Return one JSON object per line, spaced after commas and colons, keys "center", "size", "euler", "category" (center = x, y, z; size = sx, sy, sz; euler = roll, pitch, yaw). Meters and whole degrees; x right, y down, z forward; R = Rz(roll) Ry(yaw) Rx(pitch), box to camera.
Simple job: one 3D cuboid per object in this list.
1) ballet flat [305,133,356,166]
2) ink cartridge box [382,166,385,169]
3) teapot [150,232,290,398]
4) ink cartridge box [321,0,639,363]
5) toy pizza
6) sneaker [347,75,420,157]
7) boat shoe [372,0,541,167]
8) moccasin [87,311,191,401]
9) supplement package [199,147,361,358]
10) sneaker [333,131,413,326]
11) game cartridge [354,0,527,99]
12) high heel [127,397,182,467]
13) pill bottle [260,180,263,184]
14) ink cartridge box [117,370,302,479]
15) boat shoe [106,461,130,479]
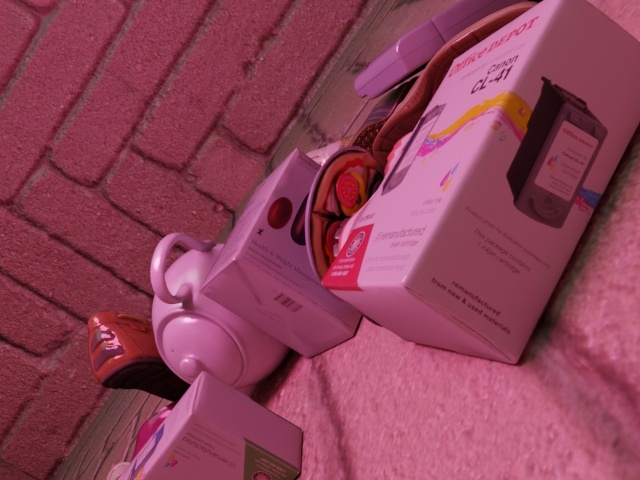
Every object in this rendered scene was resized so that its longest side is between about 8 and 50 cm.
{"center": [-0.011, -0.116, 1.552], "size": [0.348, 0.123, 0.123], "euler": [-49, 14, 28], "category": "ballet flat"}
{"center": [0.127, -0.124, 1.204], "size": [0.206, 0.045, 0.208], "euler": [-60, 14, -18], "category": "ink cartridge box"}
{"center": [-0.166, 0.136, 1.163], "size": [0.253, 0.256, 0.187], "euler": [-57, -1, 35], "category": "teapot"}
{"center": [0.154, -0.053, 0.722], "size": [0.306, 0.131, 0.226], "euler": [-61, 13, -12], "category": "ink cartridge box"}
{"center": [0.050, -0.020, 0.960], "size": [0.032, 0.201, 0.201], "euler": [3, 53, 36], "category": "toy pizza"}
{"center": [0.099, -0.177, 1.194], "size": [0.192, 0.064, 0.086], "euler": [-50, 13, -10], "category": "sneaker"}
{"center": [0.190, -0.212, 1.001], "size": [0.341, 0.121, 0.110], "euler": [-36, 19, 51], "category": "boat shoe"}
{"center": [-0.280, 0.204, 1.343], "size": [0.139, 0.147, 0.380], "euler": [-36, -27, 16], "category": "moccasin"}
{"center": [-0.028, 0.022, 1.073], "size": [0.149, 0.194, 0.203], "euler": [-37, 24, 55], "category": "supplement package"}
{"center": [0.116, -0.045, 0.884], "size": [0.136, 0.116, 0.314], "euler": [-38, 22, 52], "category": "sneaker"}
{"center": [0.202, -0.316, 1.117], "size": [0.297, 0.062, 0.198], "euler": [-34, 1, -18], "category": "game cartridge"}
{"center": [-0.288, 0.442, 1.347], "size": [0.377, 0.127, 0.181], "euler": [-46, 53, 9], "category": "high heel"}
{"center": [-0.100, 0.003, 1.445], "size": [0.123, 0.122, 0.219], "euler": [-149, 77, -78], "category": "pill bottle"}
{"center": [-0.145, 0.293, 0.927], "size": [0.212, 0.154, 0.093], "euler": [-51, 15, 19], "category": "ink cartridge box"}
{"center": [-0.410, 0.567, 1.492], "size": [0.079, 0.084, 0.233], "euler": [77, -156, -51], "category": "boat shoe"}
